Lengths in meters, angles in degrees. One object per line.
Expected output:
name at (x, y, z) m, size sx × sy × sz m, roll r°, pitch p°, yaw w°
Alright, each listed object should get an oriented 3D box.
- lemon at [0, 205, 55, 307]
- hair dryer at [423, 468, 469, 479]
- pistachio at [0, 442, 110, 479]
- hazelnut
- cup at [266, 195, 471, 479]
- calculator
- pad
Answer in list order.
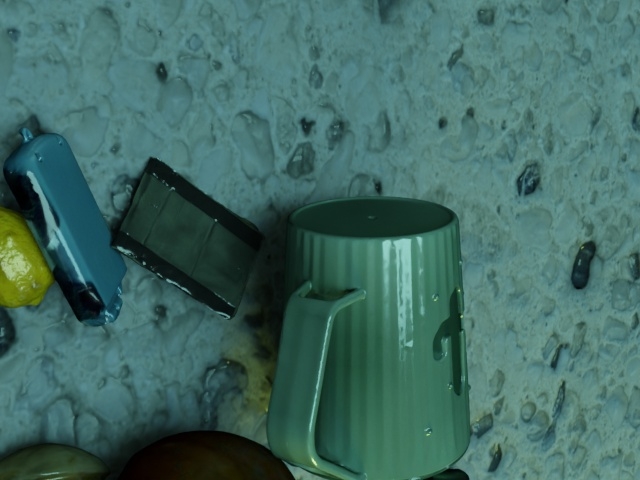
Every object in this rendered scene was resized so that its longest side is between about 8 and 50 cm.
lemon at (-0.422, 0.022, 1.163) m, size 0.114 × 0.114 × 0.155 m, roll -38°, pitch 103°, yaw -24°
hair dryer at (0.220, 0.536, 1.664) m, size 0.100 × 0.057 × 0.198 m, roll 9°, pitch 97°, yaw -33°
pistachio at (-0.380, 0.349, 1.221) m, size 0.184 × 0.124 × 0.125 m, roll 18°, pitch 84°, yaw -41°
hazelnut at (-0.165, 0.485, 1.241) m, size 0.359 × 0.359 × 0.410 m, roll 24°, pitch 86°, yaw -32°
cup at (0.080, 0.161, 1.306) m, size 0.310 × 0.401 × 0.393 m, roll -1°, pitch 107°, yaw 1°
calculator at (-0.344, -0.019, 1.186) m, size 0.051 × 0.173 × 0.293 m, roll -19°, pitch 109°, yaw 7°
pad at (-0.198, 0.000, 1.332) m, size 0.233 × 0.022 × 0.174 m, roll 35°, pitch 57°, yaw -29°
